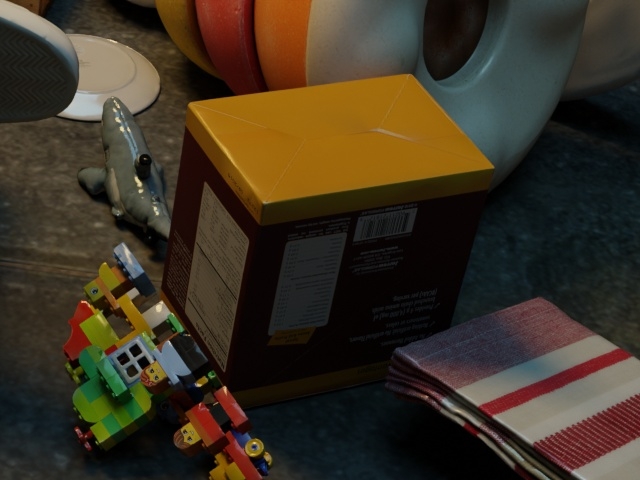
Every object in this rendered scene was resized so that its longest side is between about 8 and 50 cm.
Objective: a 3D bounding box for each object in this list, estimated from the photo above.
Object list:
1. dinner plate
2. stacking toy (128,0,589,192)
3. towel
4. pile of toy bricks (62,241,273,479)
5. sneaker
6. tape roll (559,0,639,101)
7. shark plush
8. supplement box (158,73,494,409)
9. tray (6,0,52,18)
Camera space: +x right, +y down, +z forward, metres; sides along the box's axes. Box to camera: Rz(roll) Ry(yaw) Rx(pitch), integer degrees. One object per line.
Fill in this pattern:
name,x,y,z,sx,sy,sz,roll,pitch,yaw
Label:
dinner plate,-0.213,-0.152,1.745,0.141,0.017,0.141,8,35,-6
stacking toy,-0.036,-0.240,1.729,0.480,0.351,0.350,21,34,37
towel,0.231,0.155,1.416,0.329,0.037,0.237,34,26,26
pile of toy bricks,-0.129,0.106,1.367,0.105,0.118,0.212,-35,60,-6
sneaker,-0.299,-0.181,1.379,0.292,0.108,0.169,12,39,0
tape roll,0.188,-0.313,1.766,0.392,0.392,0.072,23,37,13
shark plush,-0.153,-0.047,1.577,0.073,0.067,0.161,1,37,-15
supplement box,0.000,0.000,1.452,0.191,0.194,0.129,-10,41,-27
tray,-0.440,-0.321,1.855,0.411,0.076,0.203,14,36,1
